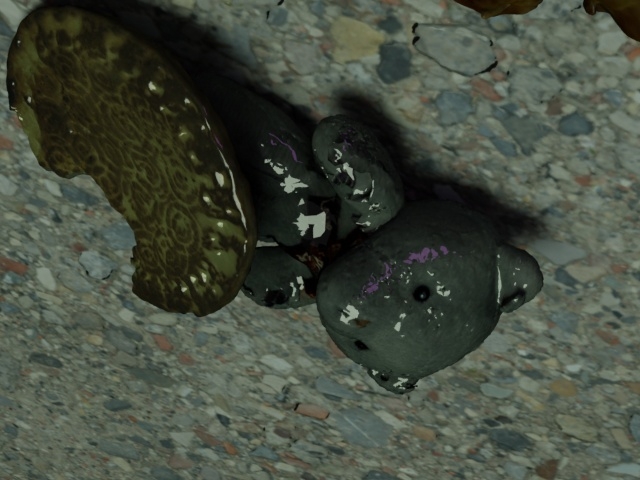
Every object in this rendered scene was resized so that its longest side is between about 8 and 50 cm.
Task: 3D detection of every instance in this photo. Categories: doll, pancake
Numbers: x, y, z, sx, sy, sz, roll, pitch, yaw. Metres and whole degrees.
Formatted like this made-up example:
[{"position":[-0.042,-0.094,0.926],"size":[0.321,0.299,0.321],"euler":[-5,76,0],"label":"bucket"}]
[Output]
[{"position":[0.000,0.006,1.419],"size":[0.340,0.158,0.246],"euler":[32,133,-9],"label":"doll"},{"position":[-0.163,-0.066,1.423],"size":[0.288,0.033,0.286],"euler":[26,136,33],"label":"pancake"}]

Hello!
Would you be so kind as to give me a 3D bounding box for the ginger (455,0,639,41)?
[{"position":[0.151,-0.219,1.028],"size":[0.358,0.152,0.274],"euler":[8,144,23],"label":"ginger"}]
